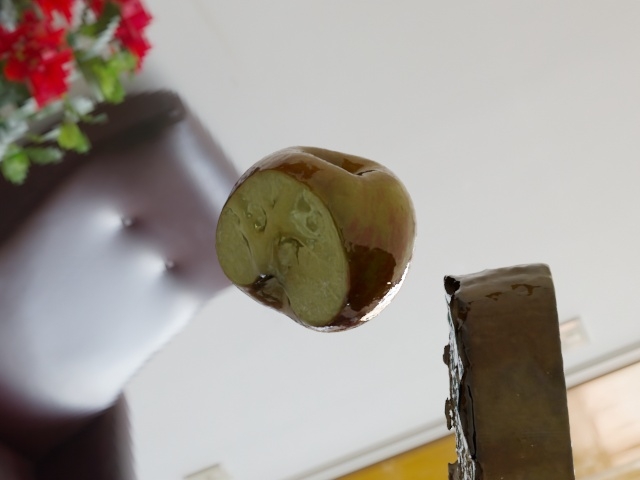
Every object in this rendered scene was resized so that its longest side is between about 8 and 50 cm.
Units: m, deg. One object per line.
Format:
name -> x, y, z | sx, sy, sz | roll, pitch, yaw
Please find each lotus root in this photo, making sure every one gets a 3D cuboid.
lotus root -> 0.160, 0.209, 1.187 | 0.375, 0.111, 0.390 | -79, 166, -69

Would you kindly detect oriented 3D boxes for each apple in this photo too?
apple -> 0.000, 0.000, 1.365 | 0.195, 0.173, 0.160 | 26, 15, 34
